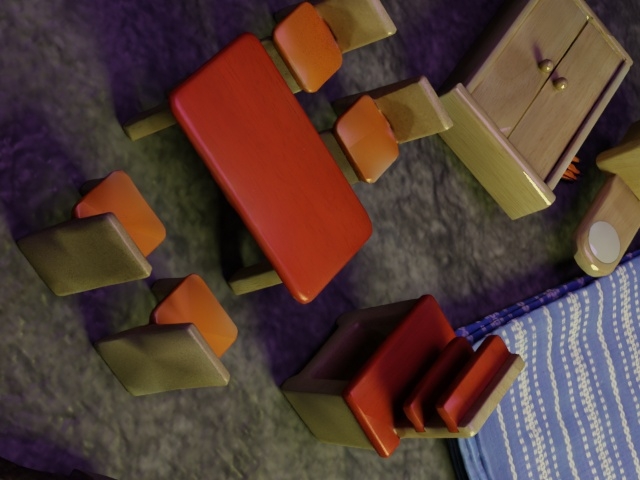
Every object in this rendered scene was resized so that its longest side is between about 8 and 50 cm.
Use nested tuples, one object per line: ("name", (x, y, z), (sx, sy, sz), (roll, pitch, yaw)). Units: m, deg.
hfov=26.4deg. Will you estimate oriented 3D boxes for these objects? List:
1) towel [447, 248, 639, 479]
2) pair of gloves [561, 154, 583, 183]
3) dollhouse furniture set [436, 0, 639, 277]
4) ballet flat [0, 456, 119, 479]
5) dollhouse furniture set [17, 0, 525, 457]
("towel", (0.225, 0.147, 1.064), (0.336, 0.040, 0.243), (-20, 97, -42))
("pair of gloves", (0.193, -0.090, 1.094), (0.074, 0.010, 0.083), (27, 65, -35))
("dollhouse furniture set", (0.257, -0.139, 0.918), (0.303, 0.355, 0.174), (47, 55, -15))
("ballet flat", (-0.183, 0.132, 0.693), (0.250, 0.084, 0.058), (28, 101, -38))
("dollhouse furniture set", (0.000, 0.000, 0.825), (0.262, 0.135, 0.259), (-47, 113, -36))
